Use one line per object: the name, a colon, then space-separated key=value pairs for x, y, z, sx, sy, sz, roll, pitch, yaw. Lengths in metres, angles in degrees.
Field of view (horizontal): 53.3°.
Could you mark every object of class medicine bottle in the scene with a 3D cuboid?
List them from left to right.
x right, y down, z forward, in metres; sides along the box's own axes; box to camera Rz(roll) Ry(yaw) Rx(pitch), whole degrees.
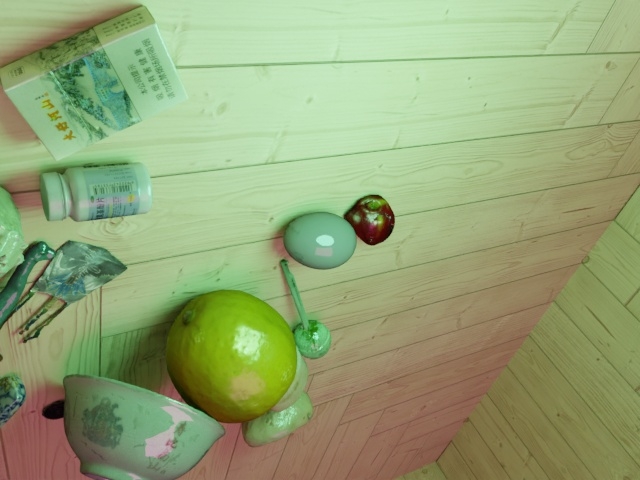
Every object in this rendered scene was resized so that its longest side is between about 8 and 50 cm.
medicine bottle: x=-0.420 y=-0.090 z=1.199 sx=0.187 sy=0.102 sz=0.102 roll=-9 pitch=138 yaw=-31

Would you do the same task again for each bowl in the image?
bowl: x=-0.473 y=0.508 z=1.587 sx=0.435 sy=0.195 sz=0.434 roll=13 pitch=152 yaw=7

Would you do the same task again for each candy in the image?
candy: x=-0.059 y=0.204 z=1.857 sx=0.119 sy=0.119 sz=0.439 roll=-27 pitch=137 yaw=-9

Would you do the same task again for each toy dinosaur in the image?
toy dinosaur: x=-0.743 y=0.135 z=1.240 sx=0.384 sy=0.129 sz=0.330 roll=3 pitch=121 yaw=-38

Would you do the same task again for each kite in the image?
kite: x=-0.585 y=0.114 z=1.392 sx=0.310 sy=0.015 sz=0.169 roll=-39 pitch=145 yaw=4

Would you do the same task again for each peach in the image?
peach: x=0.142 y=-0.042 z=1.708 sx=0.127 sy=0.092 sz=0.172 roll=-32 pitch=143 yaw=-8

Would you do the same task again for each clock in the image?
clock: x=-0.702 y=0.457 z=1.707 sx=0.074 sy=0.010 sz=0.083 roll=-28 pitch=144 yaw=-8

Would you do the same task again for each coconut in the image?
coconut: x=-0.157 y=0.388 z=1.881 sx=0.241 sy=0.241 sz=0.241 roll=-21 pitch=143 yaw=-17

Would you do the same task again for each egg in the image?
egg: x=0.000 y=0.000 z=1.599 sx=0.199 sy=0.146 sz=0.146 roll=8 pitch=128 yaw=-33

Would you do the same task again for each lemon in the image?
lemon: x=-0.226 y=0.288 z=1.612 sx=0.348 sy=0.348 sz=0.348 roll=-21 pitch=143 yaw=-17

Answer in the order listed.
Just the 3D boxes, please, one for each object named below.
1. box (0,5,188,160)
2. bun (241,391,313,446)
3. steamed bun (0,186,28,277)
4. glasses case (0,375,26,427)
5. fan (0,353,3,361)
box: x=-0.371 y=-0.260 z=1.066 sx=0.257 sy=0.069 sz=0.164 roll=-28 pitch=144 yaw=-8
bun: x=-0.152 y=0.585 z=2.162 sx=0.259 sy=0.160 sz=0.259 roll=-24 pitch=169 yaw=-5
steamed bun: x=-0.655 y=0.002 z=1.013 sx=0.312 sy=0.233 sz=0.333 roll=-32 pitch=144 yaw=-4
glasses case: x=-0.804 y=0.423 z=1.521 sx=0.248 sy=0.087 sz=0.065 roll=-38 pitch=149 yaw=7
fan: x=-0.828 y=0.333 z=1.463 sx=0.153 sy=0.008 sz=0.226 roll=1 pitch=131 yaw=-41
